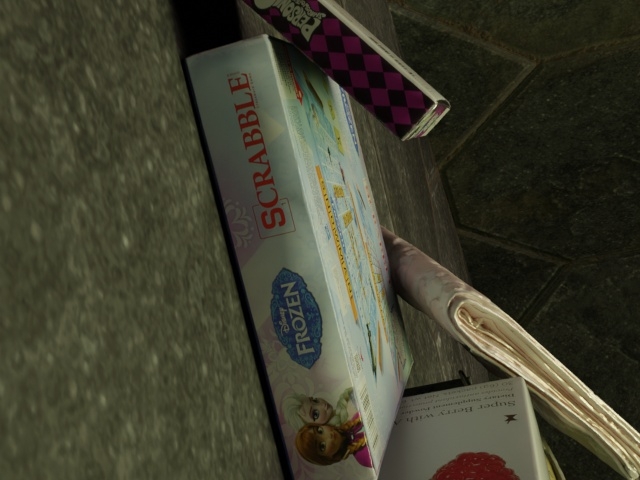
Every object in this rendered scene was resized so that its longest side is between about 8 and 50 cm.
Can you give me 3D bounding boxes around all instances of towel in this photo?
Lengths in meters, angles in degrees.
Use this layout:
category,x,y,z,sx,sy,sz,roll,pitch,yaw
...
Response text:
category,x,y,z,sx,sy,sz,roll,pitch,yaw
towel,0.185,0.112,1.038,0.317,0.053,0.332,41,-1,-18

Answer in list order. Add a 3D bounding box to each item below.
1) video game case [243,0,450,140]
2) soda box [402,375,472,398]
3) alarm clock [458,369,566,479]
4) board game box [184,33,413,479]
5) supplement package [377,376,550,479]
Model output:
category,x,y,z,sx,sy,sz,roll,pitch,yaw
video game case,-0.001,-0.166,0.737,0.232,0.042,0.210,41,12,2
soda box,0.128,0.223,1.117,0.286,0.098,0.091,10,68,-78
alarm clock,0.194,0.212,1.017,0.192,0.064,0.129,56,13,-16
board game box,0.000,0.000,0.810,0.318,0.066,0.318,-35,112,-77
supplement package,0.101,0.256,0.748,0.293,0.178,0.175,-69,145,-71
